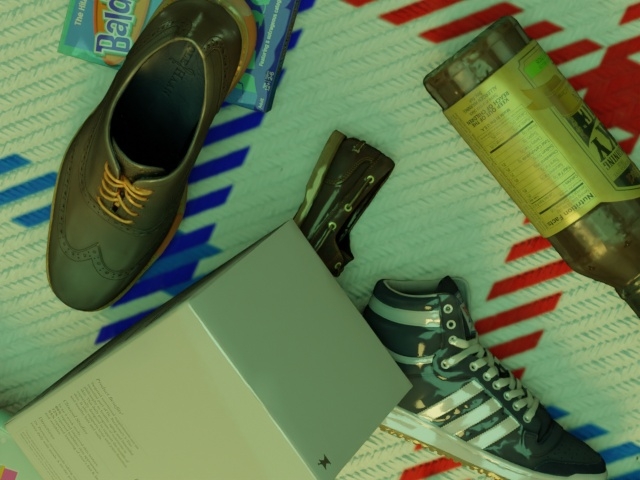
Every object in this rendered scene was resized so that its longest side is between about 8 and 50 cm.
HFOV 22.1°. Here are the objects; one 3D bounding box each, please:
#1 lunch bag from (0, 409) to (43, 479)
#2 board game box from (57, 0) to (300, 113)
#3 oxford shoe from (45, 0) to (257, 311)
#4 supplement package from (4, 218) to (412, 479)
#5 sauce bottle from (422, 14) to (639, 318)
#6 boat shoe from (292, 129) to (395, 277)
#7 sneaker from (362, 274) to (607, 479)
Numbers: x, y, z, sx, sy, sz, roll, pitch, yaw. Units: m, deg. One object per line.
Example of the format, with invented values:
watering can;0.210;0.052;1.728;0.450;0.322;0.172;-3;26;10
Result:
lunch bag;-0.345;0.278;1.602;0.223;0.160;0.262;29;106;2
board game box;-0.128;-0.226;1.560;0.210;0.047;0.160;16;100;4
oxford shoe;-0.181;-0.068;1.520;0.130;0.133;0.364;26;117;-1
supplement package;-0.100;0.151;1.493;0.262;0.198;0.199;-33;94;34
sauce bottle;0.239;-0.047;1.518;0.111;0.111;0.344;-39;94;10
boat shoe;0.000;0.000;1.566;0.073;0.073;0.207;28;100;4
sneaker;0.157;0.131;1.556;0.282;0.099;0.153;21;102;6
